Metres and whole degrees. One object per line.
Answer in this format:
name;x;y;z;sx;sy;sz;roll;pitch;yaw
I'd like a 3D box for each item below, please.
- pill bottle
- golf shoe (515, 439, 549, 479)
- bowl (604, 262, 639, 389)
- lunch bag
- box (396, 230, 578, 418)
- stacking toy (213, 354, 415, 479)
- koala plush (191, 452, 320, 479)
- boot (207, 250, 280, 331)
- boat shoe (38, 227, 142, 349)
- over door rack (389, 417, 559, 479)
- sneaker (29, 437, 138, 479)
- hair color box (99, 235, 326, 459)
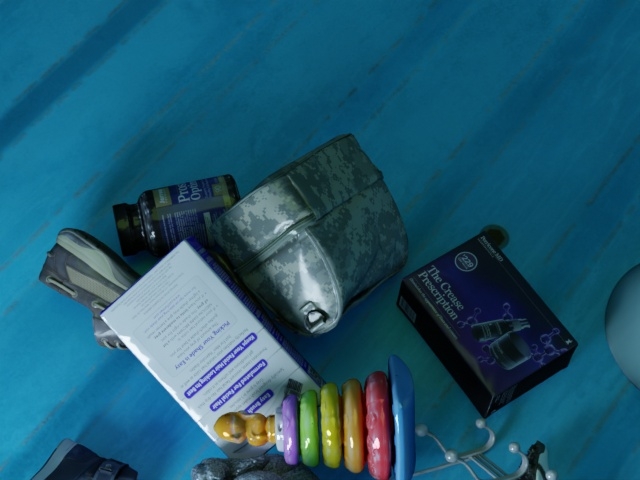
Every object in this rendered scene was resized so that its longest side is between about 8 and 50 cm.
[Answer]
pill bottle;-0.250;-0.038;2.136;0.219;0.122;0.122;-12;61;-9
golf shoe;0.358;0.421;1.924;0.094;0.077;0.198;12;67;-7
bowl;0.655;0.123;2.045;0.312;0.163;0.311;1;61;-2
lunch bag;0.000;0.000;2.022;0.256;0.212;0.305;53;36;2
box;0.281;0.140;2.062;0.184;0.103;0.261;-28;65;-19
stacking toy;-0.010;0.281;1.816;0.302;0.165;0.175;-3;21;0
koala plush;-0.084;0.421;1.781;0.203;0.221;0.196;-12;95;-1
boot;-0.114;0.151;2.045;0.112;0.115;0.305;-30;82;15
boat shoe;-0.329;0.123;2.058;0.355;0.132;0.130;37;91;13
over door rack;0.173;0.383;1.844;0.324;0.108;0.239;-23;20;-15
sneaker;-0.373;0.413;1.867;0.163;0.086;0.226;21;39;8
hair color box;-0.164;0.177;1.924;0.185;0.110;0.339;-41;91;3
